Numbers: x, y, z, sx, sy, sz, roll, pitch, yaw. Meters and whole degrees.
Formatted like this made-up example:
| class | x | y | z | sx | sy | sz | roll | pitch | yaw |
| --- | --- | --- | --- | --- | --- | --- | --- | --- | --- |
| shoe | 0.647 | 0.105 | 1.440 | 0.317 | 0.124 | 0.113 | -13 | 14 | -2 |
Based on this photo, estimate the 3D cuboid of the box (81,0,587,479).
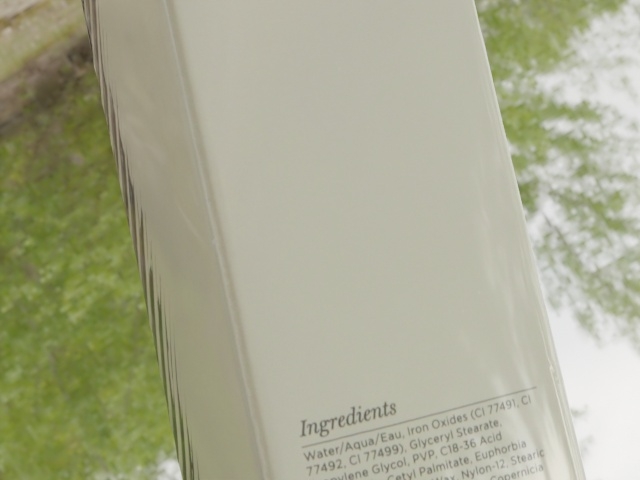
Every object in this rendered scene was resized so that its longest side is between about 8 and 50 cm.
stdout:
| class | x | y | z | sx | sy | sz | roll | pitch | yaw |
| --- | --- | --- | --- | --- | --- | --- | --- | --- | --- |
| box | 0.000 | 0.000 | 0.423 | 0.113 | 0.275 | 0.094 | -9 | 175 | -23 |
